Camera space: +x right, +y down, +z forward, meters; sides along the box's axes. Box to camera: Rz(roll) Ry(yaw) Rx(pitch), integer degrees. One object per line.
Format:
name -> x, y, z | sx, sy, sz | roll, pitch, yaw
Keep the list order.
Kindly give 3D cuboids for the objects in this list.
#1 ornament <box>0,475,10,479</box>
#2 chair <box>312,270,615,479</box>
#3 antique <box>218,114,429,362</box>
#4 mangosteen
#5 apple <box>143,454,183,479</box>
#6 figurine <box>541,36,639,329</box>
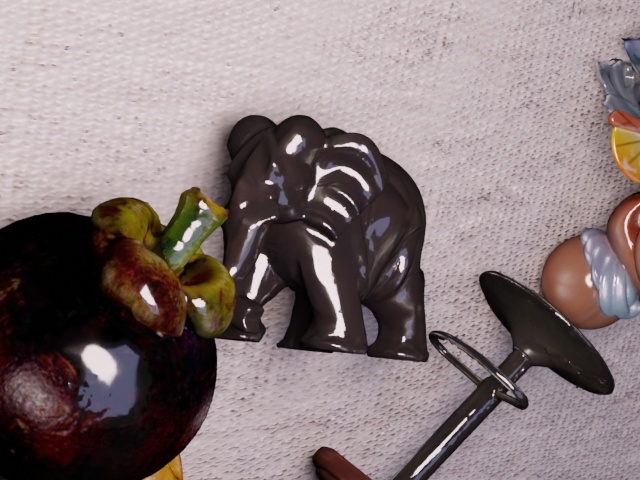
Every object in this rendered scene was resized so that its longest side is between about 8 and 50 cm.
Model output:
ornament -> -0.328, 0.331, 1.514 | 0.221, 0.218, 0.235 | -6, 109, -32
chair -> 0.154, 0.255, 1.808 | 0.401, 0.226, 0.226 | -46, 126, -11
antique -> 0.000, 0.000, 1.625 | 0.322, 0.185, 0.255 | 10, 86, -52
mangosteen -> -0.229, 0.105, 1.433 | 0.297, 0.313, 0.296 | 12, 69, -34
apple -> -0.215, 0.256, 1.613 | 0.147, 0.146, 0.146 | -12, 113, -30
figurine -> 0.450, -0.071, 1.904 | 0.277, 0.248, 0.387 | -4, 100, -30
